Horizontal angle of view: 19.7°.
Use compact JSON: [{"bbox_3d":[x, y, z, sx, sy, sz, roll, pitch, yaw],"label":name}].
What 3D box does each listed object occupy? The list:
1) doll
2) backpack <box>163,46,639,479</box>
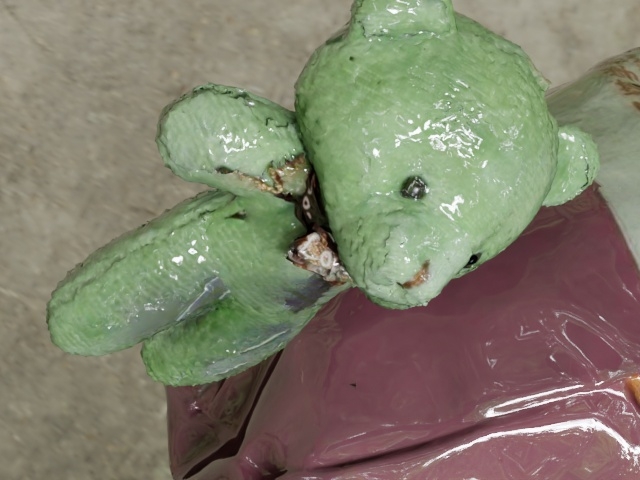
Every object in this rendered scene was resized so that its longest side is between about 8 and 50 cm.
[{"bbox_3d":[0.000,0.000,0.500,0.150,0.077,0.115,-34,135,25],"label":"doll"},{"bbox_3d":[0.085,0.060,0.843,0.317,0.283,0.197,-20,118,-6],"label":"backpack"}]
